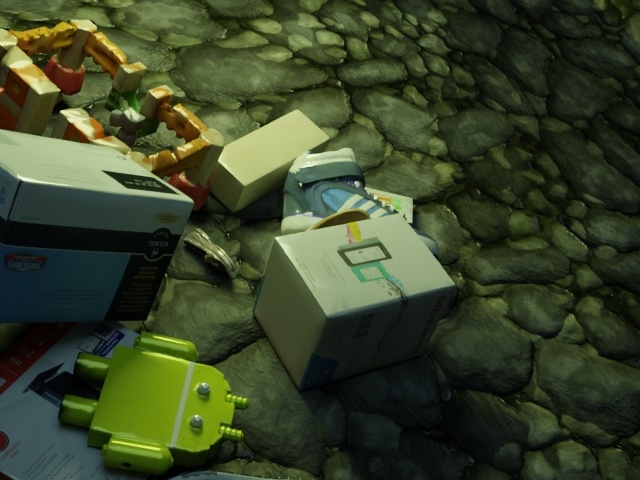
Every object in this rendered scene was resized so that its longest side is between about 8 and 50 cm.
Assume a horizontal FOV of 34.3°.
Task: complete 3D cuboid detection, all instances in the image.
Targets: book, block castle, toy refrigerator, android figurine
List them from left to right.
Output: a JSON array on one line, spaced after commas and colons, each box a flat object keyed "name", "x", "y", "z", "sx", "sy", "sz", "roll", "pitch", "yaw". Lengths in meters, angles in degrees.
[{"name": "block castle", "x": -0.438, "y": -0.208, "z": 1.980, "sx": 0.453, "sy": 0.213, "sz": 0.303, "roll": 42, "pitch": 34, "yaw": 14}, {"name": "android figurine", "x": -0.244, "y": 0.245, "z": 1.556, "sx": 0.273, "sy": 0.056, "sz": 0.248, "roll": 14, "pitch": 42, "yaw": -4}, {"name": "toy refrigerator", "x": -0.112, "y": -0.164, "z": 2.135, "sx": 0.102, "sy": 0.094, "sz": 0.269, "roll": 42, "pitch": 47, "yaw": 14}, {"name": "book", "x": 0.119, "y": -0.068, "z": 2.165, "sx": 0.144, "sy": 0.035, "sz": 0.096, "roll": 12, "pitch": 40, "yaw": -4}]

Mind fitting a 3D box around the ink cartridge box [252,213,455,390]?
[{"name": "ink cartridge box", "x": 0.056, "y": 0.104, "z": 1.832, "sx": 0.270, "sy": 0.198, "sz": 0.197, "roll": -11, "pitch": 49, "yaw": -31}]

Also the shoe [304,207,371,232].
[{"name": "shoe", "x": 0.000, "y": 0.000, "z": 1.936, "sx": 0.076, "sy": 0.219, "sz": 0.058, "roll": 52, "pitch": 20, "yaw": -17}]

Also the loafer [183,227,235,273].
[{"name": "loafer", "x": -0.209, "y": 0.026, "z": 1.939, "sx": 0.039, "sy": 0.045, "sz": 0.125, "roll": -33, "pitch": 55, "yaw": -22}]

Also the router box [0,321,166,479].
[{"name": "router box", "x": -0.364, "y": 0.272, "z": 1.585, "sx": 0.301, "sy": 0.082, "sz": 0.335, "roll": 28, "pitch": 42, "yaw": 10}]

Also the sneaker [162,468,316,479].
[{"name": "sneaker", "x": -0.121, "y": 0.414, "z": 1.514, "sx": 0.283, "sy": 0.107, "sz": 0.124, "roll": 5, "pitch": 50, "yaw": -15}]

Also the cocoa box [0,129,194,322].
[{"name": "cocoa box", "x": -0.419, "y": -0.019, "z": 1.604, "sx": 0.231, "sy": 0.228, "sz": 0.347, "roll": 32, "pitch": 15, "yaw": 33}]

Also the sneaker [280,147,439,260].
[{"name": "sneaker", "x": 0.087, "y": -0.083, "z": 2.056, "sx": 0.323, "sy": 0.130, "sz": 0.236, "roll": 10, "pitch": 62, "yaw": -1}]
